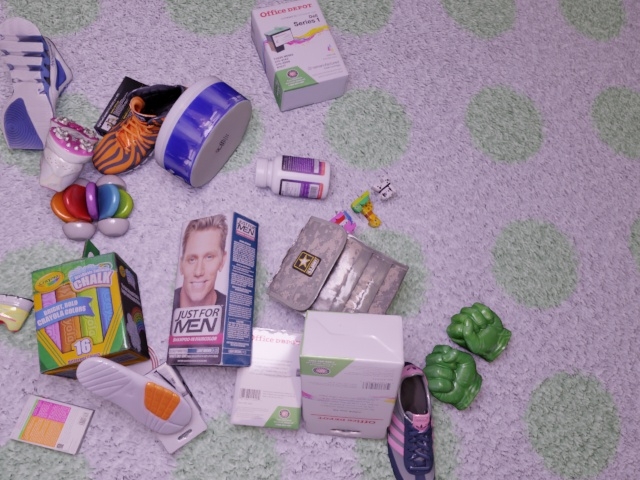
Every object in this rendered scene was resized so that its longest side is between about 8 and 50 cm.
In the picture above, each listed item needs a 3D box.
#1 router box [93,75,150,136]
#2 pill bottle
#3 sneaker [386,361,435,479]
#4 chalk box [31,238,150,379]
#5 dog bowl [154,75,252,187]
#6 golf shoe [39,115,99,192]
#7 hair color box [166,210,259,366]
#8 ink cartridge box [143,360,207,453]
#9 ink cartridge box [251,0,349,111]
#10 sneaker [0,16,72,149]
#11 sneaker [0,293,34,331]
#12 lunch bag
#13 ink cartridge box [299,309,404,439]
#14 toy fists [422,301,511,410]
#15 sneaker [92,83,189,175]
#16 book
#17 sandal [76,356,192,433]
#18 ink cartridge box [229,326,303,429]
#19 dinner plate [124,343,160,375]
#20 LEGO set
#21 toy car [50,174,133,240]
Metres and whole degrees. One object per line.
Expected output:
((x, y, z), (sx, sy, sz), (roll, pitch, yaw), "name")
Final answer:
((-0.511, -0.346, 1.223), (0.133, 0.046, 0.179), (24, 74, -2), "router box")
((-0.076, -0.173, 1.204), (0.194, 0.108, 0.108), (6, 74, -7), "pill bottle")
((0.219, 0.454, 1.063), (0.112, 0.131, 0.319), (-6, 76, -10), "sneaker")
((-0.520, 0.144, 1.015), (0.179, 0.180, 0.289), (-15, 70, -11), "chalk box")
((-0.288, -0.268, 1.119), (0.104, 0.265, 0.265), (34, 73, 0), "dog bowl")
((-0.619, -0.213, 1.077), (0.115, 0.306, 0.140), (27, 101, -28), "golf shoe")
((-0.251, 0.119, 1.057), (0.174, 0.105, 0.347), (-9, 70, 28), "hair color box")
((-0.350, 0.381, 1.034), (0.104, 0.060, 0.180), (-31, 90, -15), "ink cartridge box")
((-0.066, -0.543, 1.300), (0.201, 0.117, 0.278), (-18, 78, -12), "ink cartridge box")
((-0.725, -0.394, 1.170), (0.127, 0.182, 0.315), (5, 104, -5), "sneaker")
((-0.787, 0.164, 1.031), (0.209, 0.081, 0.094), (10, 76, -6), "sneaker")
((0.033, 0.099, 1.108), (0.287, 0.169, 0.235), (30, 80, 0), "lunch bag")
((0.064, 0.314, 1.003), (0.207, 0.353, 0.119), (3, 43, 3), "ink cartridge box")
((0.372, 0.288, 1.148), (0.142, 0.096, 0.279), (37, 75, 4), "toy fists")
((-0.450, -0.283, 1.088), (0.321, 0.180, 0.124), (-38, 92, 1), "sneaker")
((-0.605, 0.416, 1.013), (0.144, 0.035, 0.096), (17, 70, -3), "book")
((-0.383, 0.311, 0.951), (0.102, 0.076, 0.265), (-43, 113, 6), "sandal")
((-0.121, 0.326, 1.070), (0.160, 0.092, 0.219), (7, 74, -4), "ink cartridge box")
((-0.457, 0.309, 1.069), (0.141, 0.017, 0.141), (2, 74, -7), "dinner plate")
((0.121, -0.069, 1.218), (0.227, 0.087, 0.093), (-40, 86, -22), "LEGO set")
((-0.564, -0.092, 1.100), (0.182, 0.136, 0.159), (-7, 76, -10), "toy car")
